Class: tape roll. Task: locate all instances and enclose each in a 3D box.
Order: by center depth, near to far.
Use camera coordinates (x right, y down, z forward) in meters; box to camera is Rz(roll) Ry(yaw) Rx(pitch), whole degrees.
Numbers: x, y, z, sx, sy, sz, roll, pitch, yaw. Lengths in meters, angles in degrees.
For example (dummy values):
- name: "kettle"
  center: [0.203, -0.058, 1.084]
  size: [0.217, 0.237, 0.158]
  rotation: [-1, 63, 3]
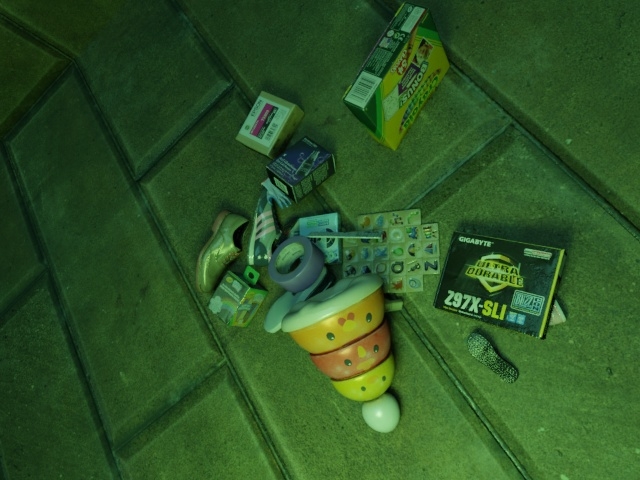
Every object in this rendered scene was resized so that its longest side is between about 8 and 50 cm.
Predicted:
- name: "tape roll"
  center: [-0.085, 0.081, 1.605]
  size: [0.189, 0.080, 0.188]
  rotation: [-22, 46, 25]

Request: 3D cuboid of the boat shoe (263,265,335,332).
- name: "boat shoe"
  center: [-0.071, 0.217, 1.635]
  size: [0.306, 0.105, 0.113]
  rotation: [-51, 34, -4]

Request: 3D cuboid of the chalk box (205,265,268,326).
- name: "chalk box"
  center: [-0.300, 0.201, 1.734]
  size: [0.132, 0.132, 0.213]
  rotation: [34, 93, 29]

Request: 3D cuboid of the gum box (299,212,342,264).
- name: "gum box"
  center: [0.000, 0.000, 1.688]
  size: [0.157, 0.041, 0.184]
  rotation: [-8, 74, 24]

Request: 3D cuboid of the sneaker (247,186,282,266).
- name: "sneaker"
  center: [-0.194, -0.050, 1.775]
  size: [0.131, 0.112, 0.318]
  rotation: [8, 77, 1]

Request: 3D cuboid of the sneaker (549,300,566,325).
- name: "sneaker"
  center: [0.645, 0.184, 1.333]
  size: [0.070, 0.051, 0.134]
  rotation: [-25, 72, 13]

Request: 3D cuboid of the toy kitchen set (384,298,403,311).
- name: "toy kitchen set"
  center: [0.221, 0.213, 1.544]
  size: [0.083, 0.075, 0.068]
  rotation: [-121, 29, -55]

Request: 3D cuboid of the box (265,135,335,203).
- name: "box"
  center: [-0.070, -0.265, 1.707]
  size: [0.207, 0.108, 0.153]
  rotation: [-43, 62, -17]

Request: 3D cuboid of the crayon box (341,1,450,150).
- name: "crayon box"
  center: [0.265, -0.530, 1.535]
  size: [0.106, 0.313, 0.362]
  rotation: [35, 94, 31]

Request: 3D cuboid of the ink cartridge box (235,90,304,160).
- name: "ink cartridge box"
  center: [-0.207, -0.465, 1.872]
  size: [0.193, 0.088, 0.234]
  rotation: [29, 92, 27]

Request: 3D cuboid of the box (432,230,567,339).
- name: "box"
  center: [0.523, 0.124, 1.363]
  size: [0.322, 0.079, 0.256]
  rotation: [14, 86, 38]

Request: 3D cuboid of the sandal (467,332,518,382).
- name: "sandal"
  center: [0.508, 0.349, 1.371]
  size: [0.179, 0.040, 0.067]
  rotation: [45, 104, 12]

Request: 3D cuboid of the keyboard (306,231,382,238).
- name: "keyboard"
  center: [0.084, -0.019, 1.599]
  size: [0.256, 0.072, 0.014]
  rotation: [1, 99, 14]

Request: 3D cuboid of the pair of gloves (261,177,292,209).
- name: "pair of gloves"
  center: [-0.131, -0.208, 1.764]
  size: [0.198, 0.023, 0.159]
  rotation: [-35, 68, -19]

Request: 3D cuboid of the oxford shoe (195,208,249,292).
- name: "oxford shoe"
  center: [-0.386, 0.052, 1.817]
  size: [0.130, 0.123, 0.347]
  rotation: [17, 86, 22]

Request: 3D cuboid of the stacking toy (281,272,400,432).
- name: "stacking toy"
  center: [0.125, 0.368, 1.433]
  size: [0.351, 0.351, 0.479]
  rotation: [-27, 90, 17]

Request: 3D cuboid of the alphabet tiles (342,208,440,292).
- name: "alphabet tiles"
  center: [0.237, 0.040, 1.585]
  size: [0.343, 0.011, 0.284]
  rotation: [-6, 76, 24]

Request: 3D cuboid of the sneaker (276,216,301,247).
- name: "sneaker"
  center: [-0.107, -0.015, 1.738]
  size: [0.057, 0.075, 0.161]
  rotation: [-3, 49, 37]
